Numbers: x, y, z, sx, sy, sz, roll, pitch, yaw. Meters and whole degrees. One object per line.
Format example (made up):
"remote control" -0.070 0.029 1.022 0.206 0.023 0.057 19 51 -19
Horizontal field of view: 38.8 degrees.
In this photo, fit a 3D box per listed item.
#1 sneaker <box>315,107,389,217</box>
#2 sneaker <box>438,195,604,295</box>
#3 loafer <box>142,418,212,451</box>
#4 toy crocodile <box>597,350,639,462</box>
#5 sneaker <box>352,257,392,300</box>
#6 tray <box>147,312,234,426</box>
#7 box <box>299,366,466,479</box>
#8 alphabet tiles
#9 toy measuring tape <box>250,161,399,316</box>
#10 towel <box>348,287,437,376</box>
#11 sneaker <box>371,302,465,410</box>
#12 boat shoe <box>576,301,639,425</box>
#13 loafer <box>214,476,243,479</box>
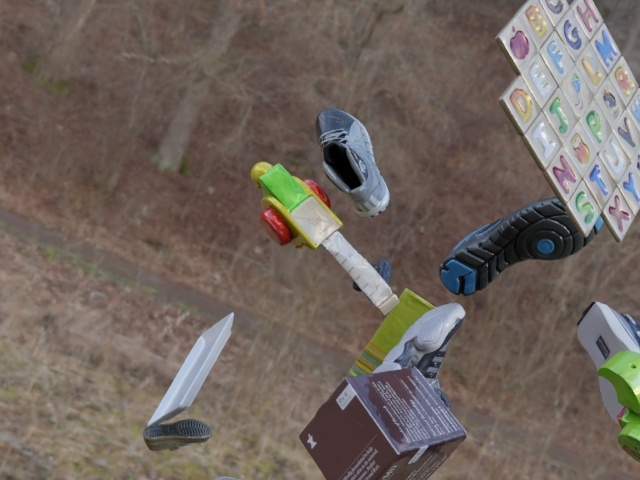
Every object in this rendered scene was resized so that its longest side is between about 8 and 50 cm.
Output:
"sneaker" 0.035 -0.152 1.487 0.132 0.086 0.228 37 22 -57
"sneaker" 0.388 -0.015 1.782 0.125 0.341 0.139 58 28 -15
"loafer" -0.306 0.418 1.937 0.148 0.050 0.056 2 36 -16
"toy crocodile" 0.502 0.303 1.330 0.105 0.115 0.340 14 -36 55
"sneaker" 0.106 0.094 1.964 0.051 0.089 0.170 48 32 -13
"tray" -0.265 0.277 1.925 0.030 0.270 0.145 40 -45 -13
"box" 0.111 0.346 1.610 0.203 0.168 0.167 -1 44 -47
"alphabet tiles" 0.361 -0.180 1.243 0.011 0.285 0.342 -12 -60 50
"toy measuring tape" 0.000 0.000 1.478 0.330 0.121 0.121 48 1 12
"towel" 0.169 0.233 2.053 0.102 0.237 0.021 34 0 -2
"sneaker" 0.223 0.261 1.849 0.153 0.268 0.101 46 -10 -19
"boat shoe" 0.633 0.254 1.789 0.158 0.127 0.340 17 32 -13
"loafer" -0.103 0.558 1.919 0.319 0.111 0.112 12 25 28
